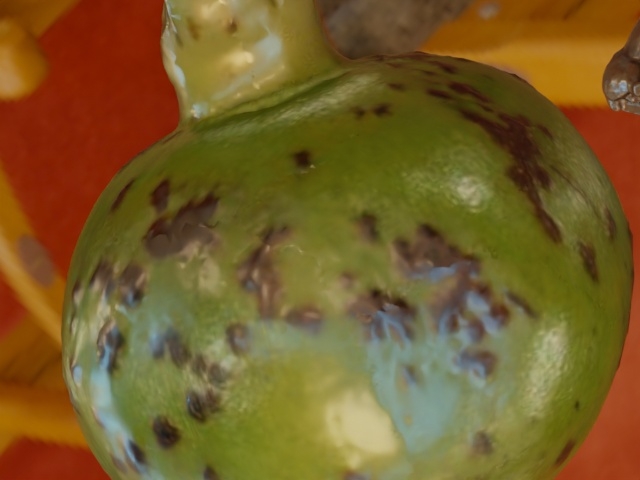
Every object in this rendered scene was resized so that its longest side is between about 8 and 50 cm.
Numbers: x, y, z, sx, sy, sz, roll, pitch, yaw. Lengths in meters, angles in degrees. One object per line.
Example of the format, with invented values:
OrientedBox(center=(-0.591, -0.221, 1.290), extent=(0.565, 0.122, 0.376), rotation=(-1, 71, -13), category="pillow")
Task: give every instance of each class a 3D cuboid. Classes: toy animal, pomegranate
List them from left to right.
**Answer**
OrientedBox(center=(0.000, 0.000, 0.711), extent=(0.211, 0.211, 0.263), rotation=(-16, 99, 51), category="pomegranate")
OrientedBox(center=(0.315, -0.216, 1.821), extent=(0.093, 0.214, 0.186), rotation=(26, -174, -30), category="toy animal")
